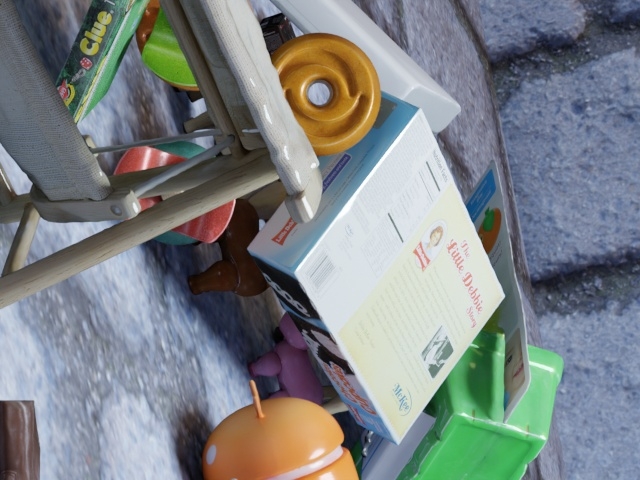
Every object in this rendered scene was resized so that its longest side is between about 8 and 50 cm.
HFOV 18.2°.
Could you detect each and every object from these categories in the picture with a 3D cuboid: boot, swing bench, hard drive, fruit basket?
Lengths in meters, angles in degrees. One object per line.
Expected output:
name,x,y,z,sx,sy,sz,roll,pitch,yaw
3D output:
boot,-0.203,0.140,1.275,0.106,0.037,0.114,77,10,-54
swing bench,-0.155,-0.119,1.279,0.165,0.255,0.253,-87,157,-61
hard drive,-0.013,-0.252,2.058,0.353,0.047,0.233,45,9,12
fruit basket,0.122,0.135,2.118,0.165,0.327,0.353,13,39,-21

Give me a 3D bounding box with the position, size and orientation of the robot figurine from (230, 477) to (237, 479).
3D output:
robot figurine,-0.049,0.342,1.306,0.300,0.200,0.353,-27,101,-47

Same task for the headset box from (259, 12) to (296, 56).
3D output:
headset box,-0.043,-0.211,2.274,0.062,0.032,0.083,-70,140,-67

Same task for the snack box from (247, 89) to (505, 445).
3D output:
snack box,0.059,0.031,1.798,0.187,0.060,0.322,-52,146,-17

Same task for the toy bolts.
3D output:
toy bolts,-0.074,-0.098,1.690,0.158,0.218,0.228,-123,-126,-88

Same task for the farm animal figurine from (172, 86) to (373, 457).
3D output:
farm animal figurine,0.000,0.000,1.921,0.330,0.172,0.327,53,25,-55

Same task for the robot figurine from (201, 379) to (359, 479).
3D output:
robot figurine,-0.026,0.227,1.678,0.158,0.128,0.219,-24,100,-48

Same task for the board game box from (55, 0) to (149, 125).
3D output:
board game box,-0.143,-0.210,1.550,0.030,0.259,0.136,26,21,-3
